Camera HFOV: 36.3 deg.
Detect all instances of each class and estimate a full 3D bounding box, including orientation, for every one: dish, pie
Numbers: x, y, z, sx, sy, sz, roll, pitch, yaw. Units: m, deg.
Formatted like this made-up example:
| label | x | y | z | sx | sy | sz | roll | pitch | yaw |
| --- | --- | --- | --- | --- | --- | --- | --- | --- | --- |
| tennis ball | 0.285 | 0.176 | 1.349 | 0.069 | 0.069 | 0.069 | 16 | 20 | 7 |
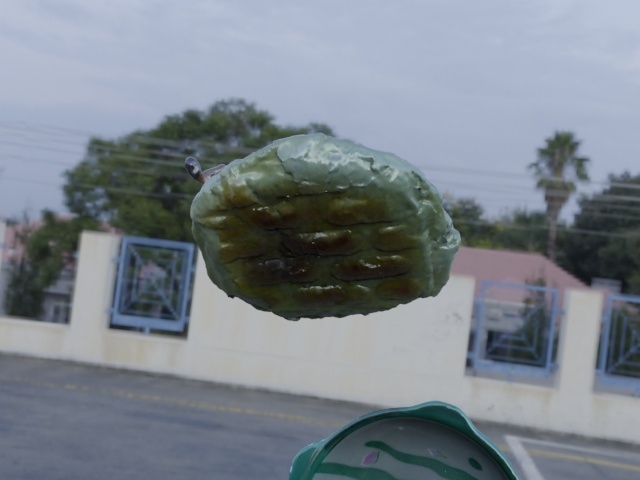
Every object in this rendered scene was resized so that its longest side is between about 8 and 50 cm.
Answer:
| label | x | y | z | sx | sy | sz | roll | pitch | yaw |
| --- | --- | --- | --- | --- | --- | --- | --- | --- | --- |
| dish | 0.080 | 0.245 | 0.811 | 0.224 | 0.246 | 0.078 | 16 | 6 | 16 |
| pie | 0.000 | 0.000 | 1.065 | 0.306 | 0.071 | 0.306 | 0 | -44 | 0 |

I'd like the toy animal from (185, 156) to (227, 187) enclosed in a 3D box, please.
| label | x | y | z | sx | sy | sz | roll | pitch | yaw |
| --- | --- | --- | --- | --- | --- | --- | --- | --- | --- |
| toy animal | -0.039 | -0.010 | 1.244 | 0.312 | 0.157 | 0.097 | 2 | -43 | -47 |
